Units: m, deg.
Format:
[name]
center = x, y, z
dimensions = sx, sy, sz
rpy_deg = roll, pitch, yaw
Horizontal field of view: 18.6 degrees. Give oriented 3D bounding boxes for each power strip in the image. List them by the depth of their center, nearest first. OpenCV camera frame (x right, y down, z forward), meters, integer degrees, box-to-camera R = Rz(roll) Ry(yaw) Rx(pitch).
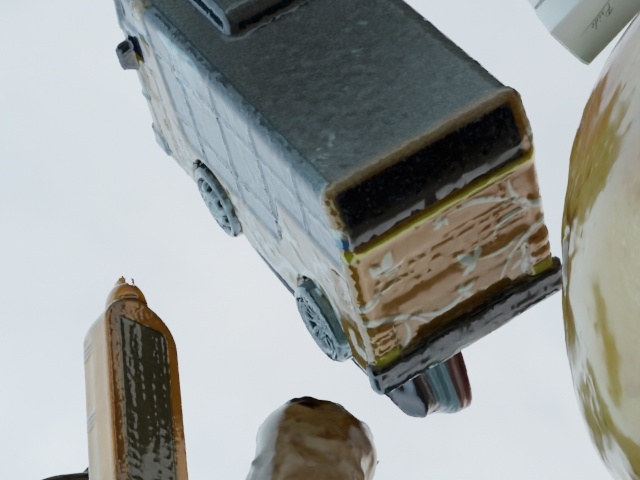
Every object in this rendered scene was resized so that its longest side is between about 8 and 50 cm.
[power strip]
center = -0.101, 0.085, 1.046
dimensions = 0.049, 0.028, 0.178
rpy_deg = 27, -144, -31

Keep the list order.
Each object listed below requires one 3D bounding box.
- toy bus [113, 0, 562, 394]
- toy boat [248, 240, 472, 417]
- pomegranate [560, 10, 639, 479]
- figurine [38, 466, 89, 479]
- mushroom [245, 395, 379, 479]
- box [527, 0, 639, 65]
[toy bus]
center = 0.003, -0.075, 1.295
dimensions = 0.162, 0.194, 0.323
rpy_deg = -30, -134, -14
[toy boat]
center = 0.000, 0.000, 1.699
dimensions = 0.392, 0.136, 0.079
rpy_deg = 54, -150, 0
[pomegranate]
center = 0.279, 0.007, 0.916
dimensions = 0.342, 0.342, 0.342
rpy_deg = 25, -139, -24
[figurine]
center = -0.145, 0.304, 1.766
dimensions = 0.370, 0.167, 0.281
rpy_deg = 6, -142, -9
[mushroom]
center = -0.033, 0.246, 1.088
dimensions = 0.267, 0.267, 0.254
rpy_deg = -13, -122, -48
[box]
center = 0.166, -0.171, 1.220
dimensions = 0.040, 0.084, 0.154
rpy_deg = 41, -167, -20
